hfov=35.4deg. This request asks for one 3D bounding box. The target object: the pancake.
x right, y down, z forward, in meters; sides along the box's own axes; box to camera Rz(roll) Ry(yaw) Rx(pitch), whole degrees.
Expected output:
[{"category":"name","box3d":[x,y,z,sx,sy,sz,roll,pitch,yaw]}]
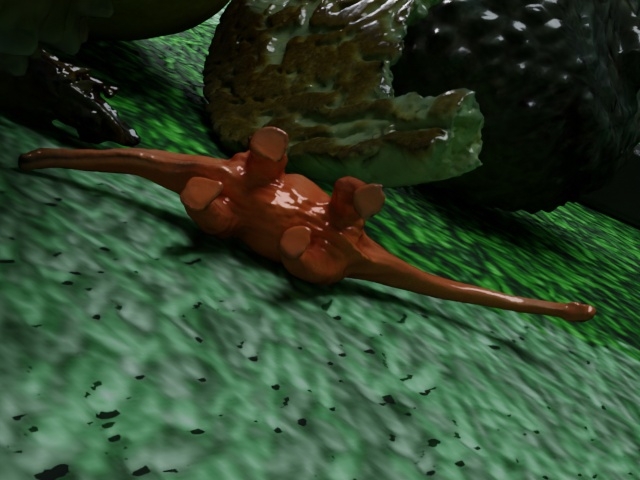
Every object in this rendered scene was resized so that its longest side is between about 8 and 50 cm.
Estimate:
[{"category":"pancake","box3d":[0.014,-0.130,0.686,0.054,0.197,0.376,50,10,-35]}]

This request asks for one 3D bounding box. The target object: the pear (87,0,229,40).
[{"category":"pear","box3d":[-0.167,-0.286,0.707,0.314,0.314,0.314,22,16,-7]}]

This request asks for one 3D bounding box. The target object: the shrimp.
[{"category":"shrimp","box3d":[-0.151,-0.139,0.547,0.195,0.147,0.035,32,-19,9]}]

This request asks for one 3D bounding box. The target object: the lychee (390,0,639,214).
[{"category":"lychee","box3d":[0.141,-0.144,0.808,0.274,0.255,0.255,-1,0,34]}]

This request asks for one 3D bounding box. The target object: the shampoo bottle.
[{"category":"shampoo bottle","box3d":[0.268,-0.097,1.101,0.246,0.079,0.080,22,15,-5]}]

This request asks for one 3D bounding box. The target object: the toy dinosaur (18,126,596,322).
[{"category":"toy dinosaur","box3d":[0.002,-0.006,0.464,0.280,0.055,0.101,22,-7,0]}]

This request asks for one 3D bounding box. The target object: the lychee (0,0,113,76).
[{"category":"lychee","box3d":[-0.187,-0.226,0.319,0.380,0.380,0.432,32,-2,25]}]
